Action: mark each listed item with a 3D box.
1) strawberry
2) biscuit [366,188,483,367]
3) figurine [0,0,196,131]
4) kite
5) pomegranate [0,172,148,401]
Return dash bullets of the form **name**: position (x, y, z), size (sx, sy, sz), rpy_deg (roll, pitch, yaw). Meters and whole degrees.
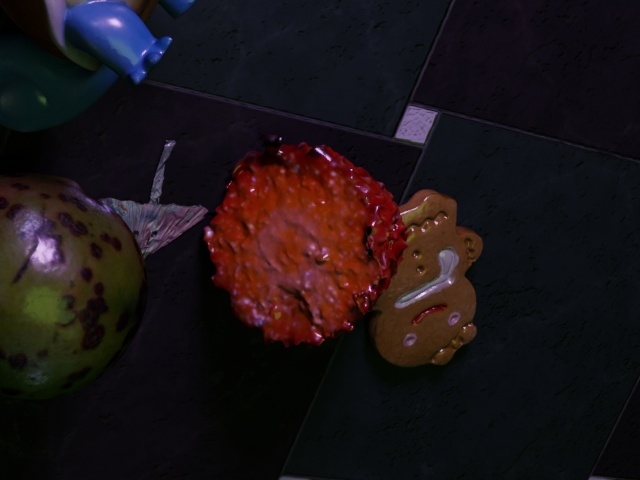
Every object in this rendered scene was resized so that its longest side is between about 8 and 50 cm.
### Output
- **strawberry**: position (0.000, 0.000, 1.963), size (0.178, 0.234, 0.234), rpy_deg (-1, 122, -62)
- **biscuit**: position (0.116, 0.057, 2.126), size (0.184, 0.035, 0.249), rpy_deg (-23, 127, -17)
- **figurine**: position (-0.218, -0.280, 1.635), size (0.298, 0.243, 0.416), rpy_deg (-57, 153, -52)
- **kite**: position (-0.180, -0.038, 1.915), size (0.139, 0.011, 0.157), rpy_deg (1, 118, -34)
- **pomegranate**: position (-0.315, 0.066, 1.732), size (0.306, 0.242, 0.242), rpy_deg (-32, 130, -27)
